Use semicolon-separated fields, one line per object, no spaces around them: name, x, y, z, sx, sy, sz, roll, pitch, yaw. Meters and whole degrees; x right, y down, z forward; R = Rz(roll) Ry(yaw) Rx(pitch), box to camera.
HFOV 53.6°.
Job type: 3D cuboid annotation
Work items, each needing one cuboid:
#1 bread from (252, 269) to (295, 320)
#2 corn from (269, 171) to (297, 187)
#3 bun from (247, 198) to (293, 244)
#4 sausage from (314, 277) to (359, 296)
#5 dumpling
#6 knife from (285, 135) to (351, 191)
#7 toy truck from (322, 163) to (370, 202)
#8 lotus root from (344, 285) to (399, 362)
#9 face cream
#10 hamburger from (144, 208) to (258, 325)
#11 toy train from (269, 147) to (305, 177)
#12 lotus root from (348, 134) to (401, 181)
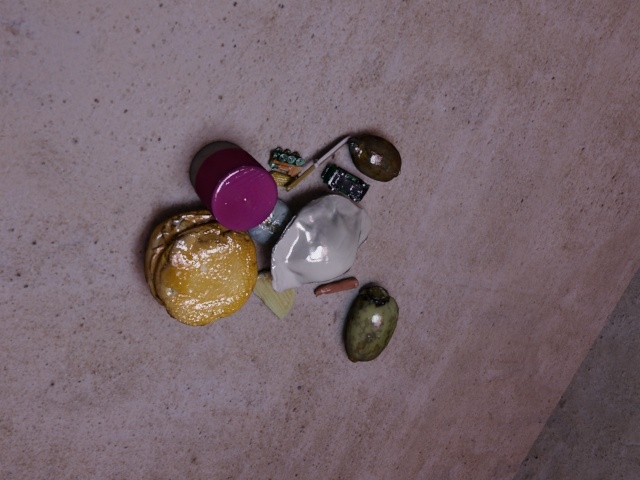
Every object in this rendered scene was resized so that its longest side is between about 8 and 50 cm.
bread;-0.137;0.147;1.917;0.112;0.036;0.193;-44;128;-7
corn;-0.103;-0.166;1.745;0.092;0.037;0.037;16;108;-37
bun;-0.140;-0.050;1.762;0.140;0.083;0.141;-14;125;-21
sausage;0.053;0.150;2.033;0.157;0.036;0.042;-12;116;-24
dumpling;0.003;-0.001;1.812;0.341;0.181;0.260;-13;130;-8
knife;-0.005;-0.219;1.760;0.256;0.022;0.046;-42;176;-15
toy truck;0.072;-0.166;1.824;0.147;0.079;0.065;23;105;-40
lotus root;0.166;0.301;2.127;0.173;0.173;0.309;-6;128;-28
face cream;-0.221;-0.140;1.585;0.175;0.195;0.175;-14;123;-24
hamburger;-0.315;0.062;1.668;0.289;0.170;0.314;-16;124;-26
toy train;-0.093;-0.212;1.721;0.103;0.044;0.064;10;122;-36
lotus root;0.158;-0.237;1.813;0.209;0.120;0.120;23;104;-39
